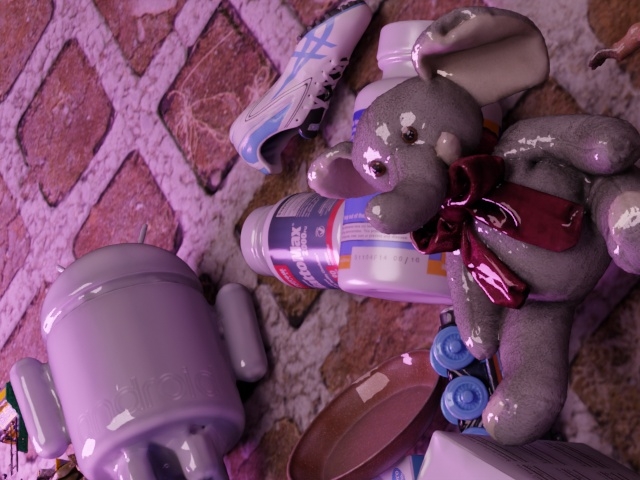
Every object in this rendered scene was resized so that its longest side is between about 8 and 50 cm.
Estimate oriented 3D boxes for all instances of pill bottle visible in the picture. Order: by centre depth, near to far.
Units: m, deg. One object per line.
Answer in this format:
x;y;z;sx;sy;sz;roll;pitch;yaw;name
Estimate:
0.104;-0.077;1.553;0.152;0.152;0.272;0;82;48;pill bottle
0.000;0.000;1.683;0.180;0.108;0.108;-2;80;48;pill bottle

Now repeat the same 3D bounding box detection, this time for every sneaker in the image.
-0.011;-0.175;1.766;0.086;0.085;0.237;46;114;14;sneaker

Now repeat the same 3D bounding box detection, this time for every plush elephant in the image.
0.134;-0.045;1.339;0.330;0.255;0.272;-83;18;-50;plush elephant

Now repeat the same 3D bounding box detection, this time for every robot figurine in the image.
-0.209;0.150;1.803;0.300;0.200;0.353;-19;62;-6;robot figurine

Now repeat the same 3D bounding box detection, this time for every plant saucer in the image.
0.053;0.191;1.571;0.198;0.036;0.198;-36;16;12;plant saucer

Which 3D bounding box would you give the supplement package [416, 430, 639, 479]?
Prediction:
0.185;0.286;1.345;0.149;0.203;0.194;27;102;47;supplement package

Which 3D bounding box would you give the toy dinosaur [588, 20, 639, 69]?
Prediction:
0.359;-0.186;1.325;0.200;0.127;0.295;39;90;23;toy dinosaur

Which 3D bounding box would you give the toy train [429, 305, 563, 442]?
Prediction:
0.168;0.147;1.471;0.080;0.105;0.184;85;173;-77;toy train

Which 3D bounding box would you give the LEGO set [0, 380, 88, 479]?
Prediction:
-0.328;0.343;1.862;0.192;0.255;0.331;-44;49;38;LEGO set

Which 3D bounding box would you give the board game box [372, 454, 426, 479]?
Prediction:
0.016;0.386;1.601;0.336;0.079;0.254;-26;63;41;board game box
